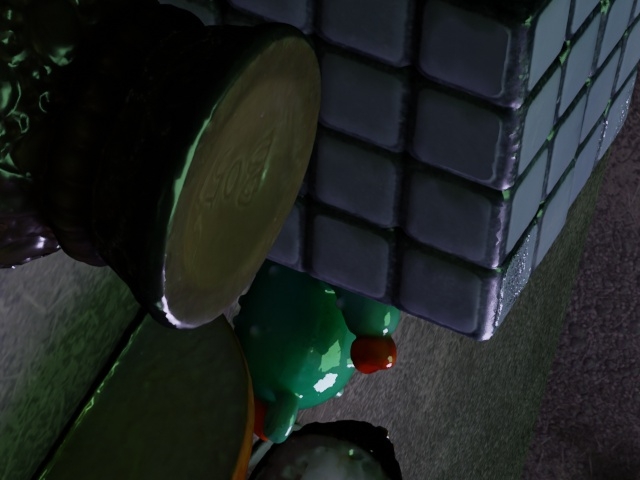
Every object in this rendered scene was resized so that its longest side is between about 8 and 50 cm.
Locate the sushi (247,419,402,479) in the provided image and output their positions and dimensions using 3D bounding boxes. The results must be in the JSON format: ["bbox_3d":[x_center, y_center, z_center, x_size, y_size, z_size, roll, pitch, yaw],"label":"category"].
[{"bbox_3d":[-0.045,0.344,2.102,0.348,0.234,0.207,-63,-178,4],"label":"sushi"}]

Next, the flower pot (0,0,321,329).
[{"bbox_3d":[-0.157,-0.082,1.204,0.266,0.267,0.266,-56,160,-33],"label":"flower pot"}]

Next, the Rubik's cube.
[{"bbox_3d":[0.071,-0.184,1.614,0.337,0.344,0.344,-53,156,-42],"label":"Rubik's cube"}]

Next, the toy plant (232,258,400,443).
[{"bbox_3d":[0.009,0.000,1.876,0.185,0.279,0.400,34,68,-39],"label":"toy plant"}]

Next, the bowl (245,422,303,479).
[{"bbox_3d":[-0.034,0.398,2.335,0.337,0.157,0.337,-54,157,-34],"label":"bowl"}]

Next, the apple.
[{"bbox_3d":[-0.166,0.217,1.781,0.179,0.254,0.346,44,61,-26],"label":"apple"}]
